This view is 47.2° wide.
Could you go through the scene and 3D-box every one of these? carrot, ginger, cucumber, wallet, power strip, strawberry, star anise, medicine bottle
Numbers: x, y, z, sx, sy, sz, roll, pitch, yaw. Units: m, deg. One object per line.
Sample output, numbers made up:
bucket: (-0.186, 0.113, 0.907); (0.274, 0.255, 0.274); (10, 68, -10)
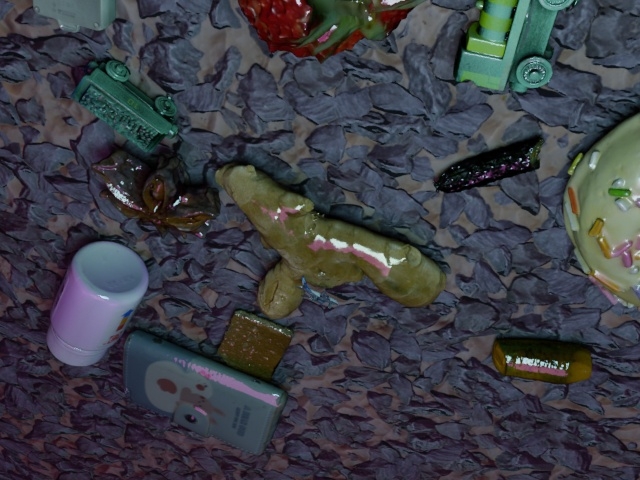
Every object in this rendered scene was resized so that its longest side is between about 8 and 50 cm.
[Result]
carrot: (0.405, 0.222, 1.344); (0.173, 0.082, 0.082); (1, 129, 9)
ginger: (0.009, 0.011, 1.244); (0.363, 0.122, 0.348); (0, 138, 27)
cucumber: (0.258, -0.111, 1.127); (0.182, 0.053, 0.053); (-17, 123, 28)
wallet: (-0.256, 0.335, 1.593); (0.361, 0.083, 0.252); (22, 134, 5)
power strip: (-0.348, -0.421, 1.020); (0.118, 0.046, 0.270); (17, 132, 3)
strawberry: (-0.003, -0.353, 0.887); (0.261, 0.261, 0.257); (-34, 76, 34)
star anise: (-0.276, -0.085, 1.240); (0.220, 0.099, 0.214); (31, 146, -8)
medicine bottle: (-0.443, 0.129, 1.433); (0.152, 0.152, 0.254); (29, 131, -11)

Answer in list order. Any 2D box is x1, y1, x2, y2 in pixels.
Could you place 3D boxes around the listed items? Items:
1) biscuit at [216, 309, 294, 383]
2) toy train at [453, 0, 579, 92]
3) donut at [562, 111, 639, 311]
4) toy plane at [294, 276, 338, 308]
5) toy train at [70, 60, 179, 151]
biscuit: (-0.148, 0.237, 1.529); (0.131, 0.026, 0.236); (24, 133, -3)
toy train: (0.256, -0.290, 0.957); (0.132, 0.083, 0.200); (13, 130, 7)
donut: (0.521, -0.052, 1.042); (0.307, 0.150, 0.371); (34, 129, -14)
toy plane: (-0.004, 0.094, 1.251); (0.084, 0.024, 0.078); (36, 154, -20)
toy train: (-0.302, -0.209, 1.150); (0.172, 0.099, 0.070); (37, 129, -18)
